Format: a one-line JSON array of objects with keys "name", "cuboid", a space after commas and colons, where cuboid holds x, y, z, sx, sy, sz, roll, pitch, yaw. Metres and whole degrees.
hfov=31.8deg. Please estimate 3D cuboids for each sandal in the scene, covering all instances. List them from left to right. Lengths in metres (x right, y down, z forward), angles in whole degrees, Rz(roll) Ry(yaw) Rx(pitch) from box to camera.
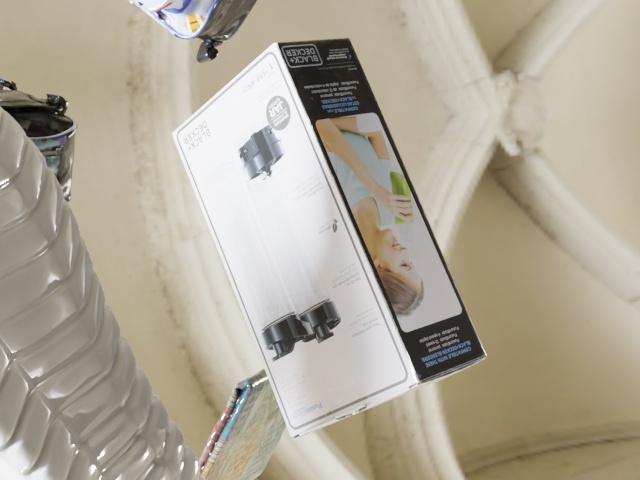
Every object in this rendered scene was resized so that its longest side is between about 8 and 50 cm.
[{"name": "sandal", "cuboid": [-0.195, 0.090, 0.703, 0.169, 0.102, 0.416, -66, -42, -56]}]

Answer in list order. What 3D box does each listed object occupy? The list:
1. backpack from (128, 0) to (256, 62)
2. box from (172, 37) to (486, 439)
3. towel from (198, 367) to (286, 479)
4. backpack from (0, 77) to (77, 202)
[{"name": "backpack", "cuboid": [-0.186, -0.402, 1.382, 0.276, 0.263, 0.213, -55, -20, 16]}, {"name": "box", "cuboid": [0.000, 0.000, 0.930, 0.087, 0.169, 0.290, -13, -105, -43]}, {"name": "towel", "cuboid": [-0.113, 0.298, 1.769, 0.271, 0.040, 0.370, -63, -13, 11]}, {"name": "backpack", "cuboid": [-0.427, -0.088, 1.234, 0.253, 0.225, 0.191, -3, -69, -55]}]
